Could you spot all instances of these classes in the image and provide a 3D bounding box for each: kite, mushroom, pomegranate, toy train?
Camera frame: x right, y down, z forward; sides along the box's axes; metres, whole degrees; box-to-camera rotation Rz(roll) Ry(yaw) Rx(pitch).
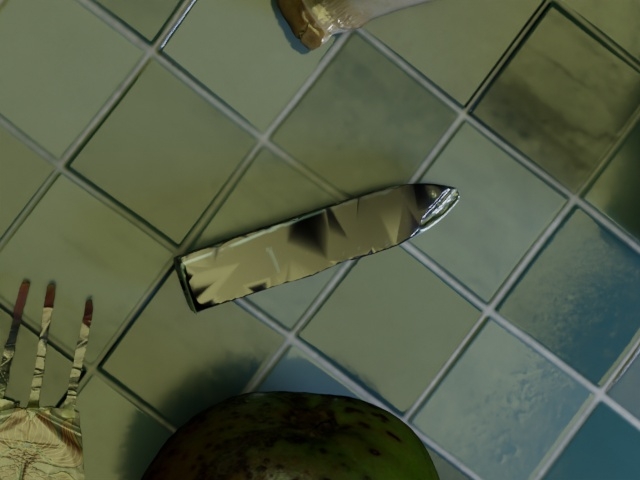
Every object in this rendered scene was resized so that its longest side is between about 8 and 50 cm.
[{"bbox_3d":[-0.243,0.150,1.592,0.127,0.016,0.229,13,95,-10],"label":"kite"},{"bbox_3d":[0.071,-0.240,1.567,0.225,0.093,0.116,-41,71,7],"label":"mushroom"},{"bbox_3d":[-0.031,0.294,1.514,0.285,0.285,0.341,6,116,-7],"label":"pomegranate"},{"bbox_3d":[0.000,0.000,1.592,0.252,0.048,0.055,-18,91,-11],"label":"toy train"}]
